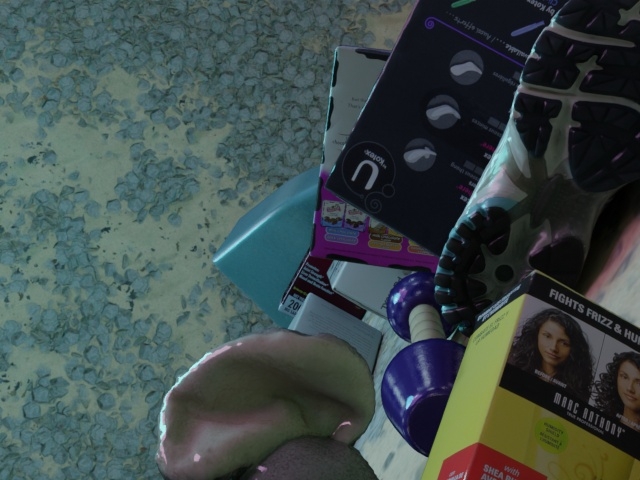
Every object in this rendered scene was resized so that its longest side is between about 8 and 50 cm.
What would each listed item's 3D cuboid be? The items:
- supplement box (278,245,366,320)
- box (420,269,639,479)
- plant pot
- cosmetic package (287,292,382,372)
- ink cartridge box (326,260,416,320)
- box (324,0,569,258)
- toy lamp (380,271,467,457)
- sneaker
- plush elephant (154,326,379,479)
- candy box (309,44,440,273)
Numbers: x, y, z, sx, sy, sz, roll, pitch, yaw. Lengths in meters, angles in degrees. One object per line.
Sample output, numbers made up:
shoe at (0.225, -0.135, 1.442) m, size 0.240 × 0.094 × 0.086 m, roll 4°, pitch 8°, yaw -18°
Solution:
supplement box at (0.043, 0.035, 1.471) m, size 0.239 × 0.130 × 0.073 m, roll -62°, pitch 3°, yaw 6°
box at (0.077, 0.129, 0.354) m, size 0.232 × 0.087 × 0.058 m, roll -62°, pitch 3°, yaw -33°
plant pot at (0.000, 0.000, 1.614) m, size 0.252 × 0.248 × 0.247 m, roll -43°, pitch 9°, yaw 20°
cosmetic package at (-0.005, 0.174, 1.107) m, size 0.085 × 0.117 × 0.231 m, roll -60°, pitch 1°, yaw 31°
ink cartridge box at (0.092, 0.003, 1.191) m, size 0.172 × 0.100 × 0.237 m, roll -62°, pitch 3°, yaw 2°
box at (0.142, -0.132, 0.736) m, size 0.270 × 0.143 × 0.165 m, roll -63°, pitch -15°, yaw 19°
toy lamp at (0.086, 0.091, 0.696) m, size 0.080 × 0.080 × 0.275 m, roll -61°, pitch 0°, yaw 11°
sneaker at (0.163, -0.070, 0.587) m, size 0.283 × 0.110 × 0.122 m, roll -59°, pitch -1°, yaw 26°
plush elephant at (-0.042, 0.206, 0.468) m, size 0.255 × 0.272 × 0.330 m, roll -26°, pitch 29°, yaw -18°
candy box at (0.081, -0.090, 0.994) m, size 0.071 × 0.159 × 0.233 m, roll -75°, pitch -6°, yaw -75°
